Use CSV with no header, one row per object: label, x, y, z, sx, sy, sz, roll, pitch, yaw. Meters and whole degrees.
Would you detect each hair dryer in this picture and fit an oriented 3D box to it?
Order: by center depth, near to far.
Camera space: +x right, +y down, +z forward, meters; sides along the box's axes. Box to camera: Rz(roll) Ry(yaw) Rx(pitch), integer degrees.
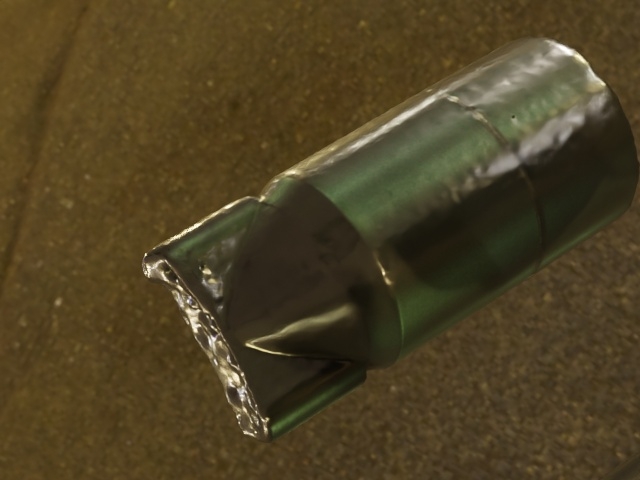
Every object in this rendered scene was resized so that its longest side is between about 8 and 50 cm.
hair dryer,0.000,0.000,0.708,0.244,0.116,0.302,-29,8,-22

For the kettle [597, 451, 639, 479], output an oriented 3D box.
kettle,0.144,0.195,0.322,0.165,0.255,0.240,-28,12,43
